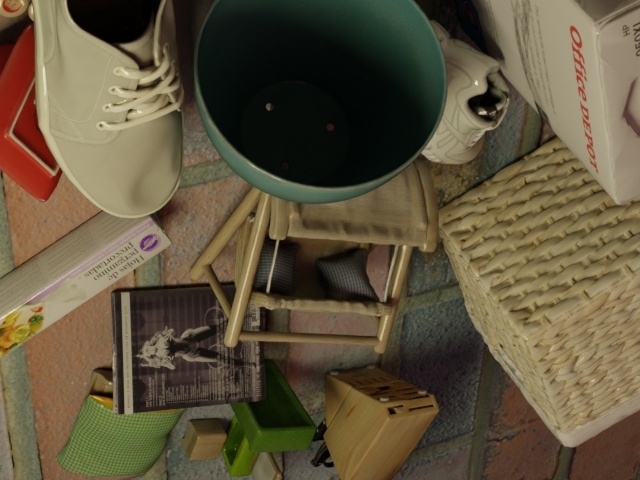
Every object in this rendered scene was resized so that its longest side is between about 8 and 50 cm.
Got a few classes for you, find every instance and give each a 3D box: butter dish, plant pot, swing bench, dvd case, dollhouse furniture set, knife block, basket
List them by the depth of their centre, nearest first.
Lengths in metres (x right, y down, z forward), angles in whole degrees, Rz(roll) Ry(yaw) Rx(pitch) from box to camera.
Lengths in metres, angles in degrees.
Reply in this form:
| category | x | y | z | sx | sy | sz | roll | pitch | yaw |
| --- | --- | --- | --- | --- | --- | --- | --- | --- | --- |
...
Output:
| category | x | y | z | sx | sy | sz | roll | pitch | yaw |
| --- | --- | --- | --- | --- | --- | --- | --- | --- | --- |
| butter dish | -0.347 | -0.148 | 1.715 | 0.160 | 0.118 | 0.159 | 48 | 59 | -57 |
| plant pot | -0.015 | -0.163 | 1.811 | 0.290 | 0.290 | 0.195 | -18 | 166 | -16 |
| swing bench | 0.000 | 0.000 | 2.015 | 0.253 | 0.165 | 0.254 | 4 | 126 | -33 |
| dvd case | -0.178 | 0.146 | 2.084 | 0.221 | 0.018 | 0.164 | -3 | 93 | -29 |
| basket | 0.375 | 0.048 | 2.170 | 0.331 | 0.328 | 0.266 | -32 | 133 | 0 |
| dollhouse furniture set | -0.193 | 0.293 | 2.176 | 0.302 | 0.151 | 0.197 | 1 | 127 | -31 |
| knife block | 0.076 | 0.321 | 2.306 | 0.088 | 0.276 | 0.242 | -8 | 102 | -25 |

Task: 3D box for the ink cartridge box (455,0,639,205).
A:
| category | x | y | z | sx | sy | sz | roll | pitch | yaw |
| --- | --- | --- | --- | --- | --- | --- | --- | --- | --- |
| ink cartridge box | 0.297 | -0.277 | 1.767 | 0.166 | 0.395 | 0.285 | -27 | 137 | -6 |

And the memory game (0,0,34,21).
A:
| category | x | y | z | sx | sy | sz | roll | pitch | yaw |
| --- | --- | --- | --- | --- | --- | --- | --- | --- | --- |
| memory game | -0.279 | -0.304 | 1.587 | 0.186 | 0.012 | 0.186 | -17 | 135 | -17 |

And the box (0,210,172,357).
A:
| category | x | y | z | sx | sy | sz | roll | pitch | yaw |
| --- | --- | --- | --- | --- | --- | --- | --- | --- | --- |
| box | -0.343 | 0.058 | 1.937 | 0.324 | 0.067 | 0.063 | -34 | 138 | 0 |

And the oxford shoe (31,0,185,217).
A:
| category | x | y | z | sx | sy | sz | roll | pitch | yaw |
| --- | --- | --- | --- | --- | --- | --- | --- | --- | --- |
| oxford shoe | -0.212 | -0.181 | 1.622 | 0.169 | 0.130 | 0.449 | -32 | 142 | -26 |

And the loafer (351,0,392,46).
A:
| category | x | y | z | sx | sy | sz | roll | pitch | yaw |
| --- | --- | --- | --- | --- | --- | --- | --- | --- | --- |
| loafer | 0.084 | -0.256 | 1.906 | 0.078 | 0.076 | 0.223 | -53 | 148 | -33 |

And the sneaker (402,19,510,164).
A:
| category | x | y | z | sx | sy | sz | roll | pitch | yaw |
| --- | --- | --- | --- | --- | --- | --- | --- | --- | --- |
| sneaker | 0.184 | -0.167 | 1.961 | 0.110 | 0.118 | 0.292 | -64 | 160 | -14 |
